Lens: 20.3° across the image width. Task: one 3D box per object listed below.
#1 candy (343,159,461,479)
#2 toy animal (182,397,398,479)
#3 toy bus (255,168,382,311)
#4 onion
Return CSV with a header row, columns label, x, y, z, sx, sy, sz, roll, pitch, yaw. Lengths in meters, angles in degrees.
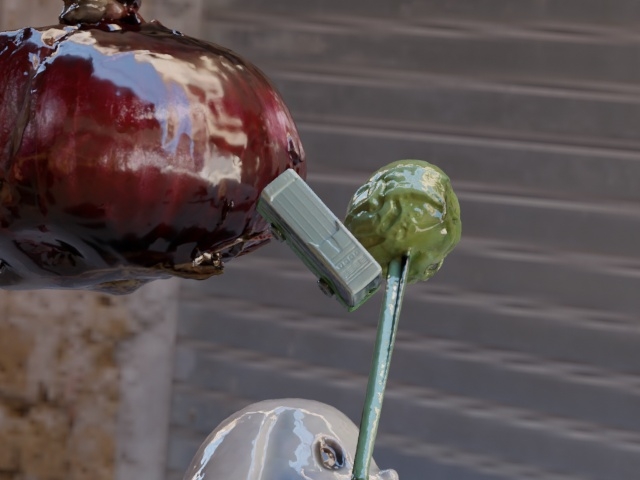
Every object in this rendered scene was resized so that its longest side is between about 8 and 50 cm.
label,x,y,z,sx,sy,sz,roll,pitch,yaw
candy,0.049,0.058,1.282,0.093,0.092,0.335,-8,35,15
toy animal,-0.040,0.276,1.384,0.174,0.249,0.289,10,50,30
toy bus,0.000,0.000,1.013,0.031,0.083,0.037,-40,-8,-16
onion,-0.162,-0.076,1.337,0.314,0.232,0.314,-1,-6,0
